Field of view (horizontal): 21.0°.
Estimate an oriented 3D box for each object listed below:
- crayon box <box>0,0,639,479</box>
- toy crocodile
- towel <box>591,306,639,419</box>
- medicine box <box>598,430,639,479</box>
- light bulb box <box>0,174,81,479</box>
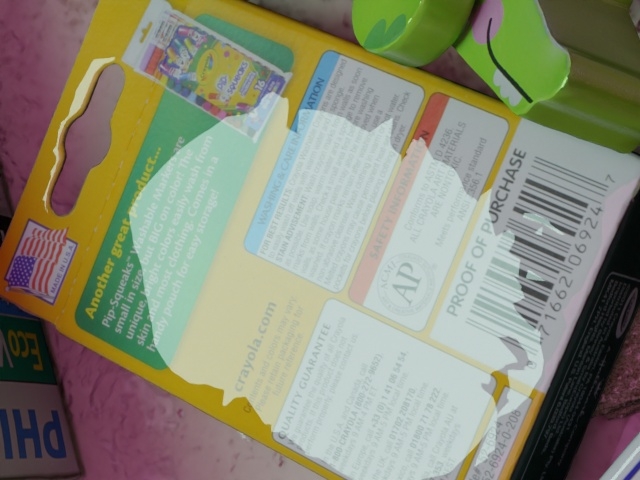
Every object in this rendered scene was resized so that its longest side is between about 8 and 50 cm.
[{"bbox_3d":[0.000,0.000,0.895,0.323,0.083,0.203,25,95,27],"label":"crayon box"},{"bbox_3d":[0.070,-0.145,0.814,0.105,0.115,0.340,-61,28,21],"label":"toy crocodile"},{"bbox_3d":[0.176,0.019,0.868,0.148,0.027,0.110,-27,78,17],"label":"towel"},{"bbox_3d":[0.204,0.246,0.773,0.289,0.149,0.263,42,100,18],"label":"medicine box"},{"bbox_3d":[-0.375,0.019,0.974,0.358,0.225,0.361,-22,77,18],"label":"light bulb box"}]
